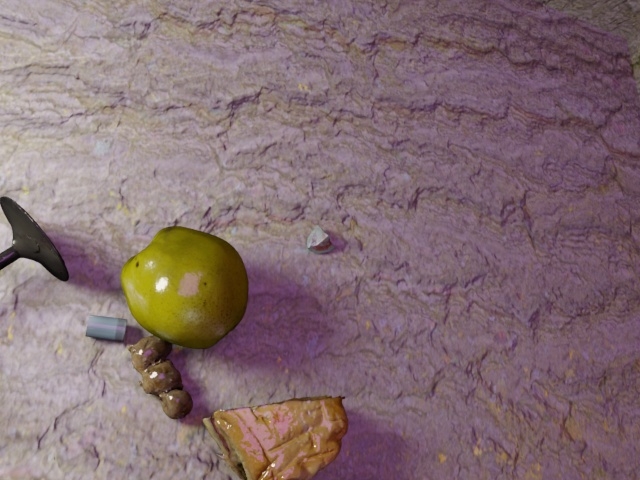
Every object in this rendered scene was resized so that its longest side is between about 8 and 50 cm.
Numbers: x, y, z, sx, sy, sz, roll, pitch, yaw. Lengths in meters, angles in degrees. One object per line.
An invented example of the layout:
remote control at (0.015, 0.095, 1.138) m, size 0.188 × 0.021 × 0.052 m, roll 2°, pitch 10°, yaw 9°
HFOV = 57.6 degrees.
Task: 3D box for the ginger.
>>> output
ginger at (-0.360, 0.314, 1.330) m, size 0.104 × 0.080 × 0.204 m, roll -19°, pitch 75°, yaw -35°

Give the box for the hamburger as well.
hamburger at (-0.098, 0.473, 1.332) m, size 0.329 × 0.162 × 0.209 m, roll 0°, pitch 71°, yaw -26°

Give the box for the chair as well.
chair at (-0.742, 0.110, 1.162) m, size 0.226 × 0.226 × 0.401 m, roll 47°, pitch 59°, yaw 0°

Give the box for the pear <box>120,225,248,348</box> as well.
pear at (-0.299, 0.112, 1.336) m, size 0.294 × 0.294 × 0.294 m, roll 9°, pitch 65°, yaw -21°

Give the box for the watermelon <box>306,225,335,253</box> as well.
watermelon at (0.000, 0.000, 1.635) m, size 0.085 × 0.061 × 0.085 m, roll 16°, pitch 56°, yaw -25°

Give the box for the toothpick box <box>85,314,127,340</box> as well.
toothpick box at (-0.491, 0.201, 1.335) m, size 0.083 × 0.052 × 0.052 m, roll 11°, pitch 64°, yaw -19°
